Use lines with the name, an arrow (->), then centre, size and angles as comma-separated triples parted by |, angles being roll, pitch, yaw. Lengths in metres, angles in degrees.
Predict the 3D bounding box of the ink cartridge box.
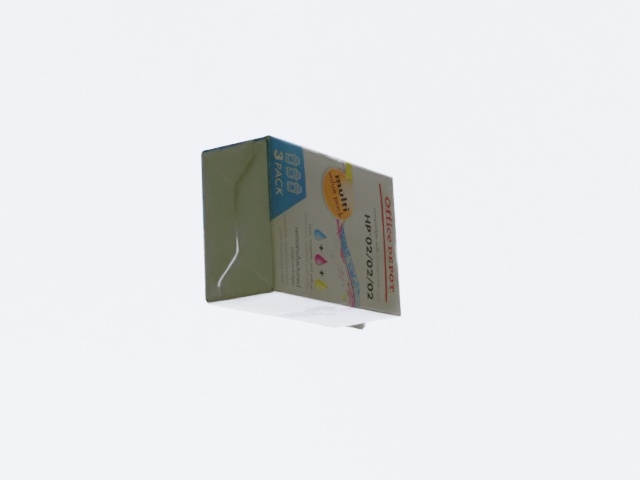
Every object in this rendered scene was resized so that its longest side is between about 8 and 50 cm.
ink cartridge box -> 0.000, 0.000, 1.019 | 0.062, 0.181, 0.104 | -11, -105, 35
